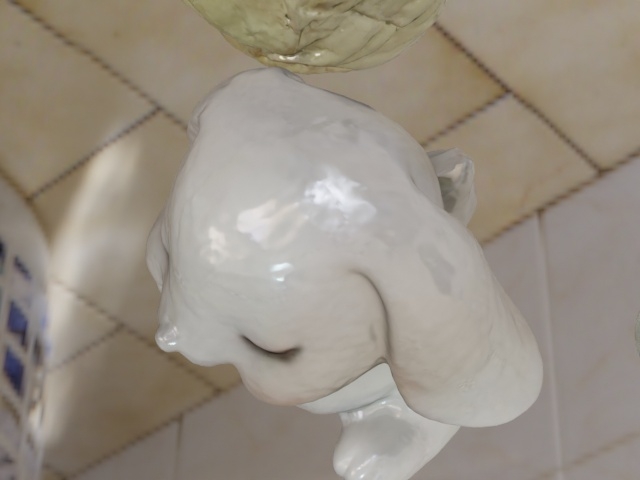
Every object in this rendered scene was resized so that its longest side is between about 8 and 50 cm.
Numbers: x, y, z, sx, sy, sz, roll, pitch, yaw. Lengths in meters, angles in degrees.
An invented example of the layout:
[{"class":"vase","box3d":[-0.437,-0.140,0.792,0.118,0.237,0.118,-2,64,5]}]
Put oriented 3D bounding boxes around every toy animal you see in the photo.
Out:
[{"class":"toy animal","box3d":[0.000,0.000,1.026,0.206,0.271,0.265,-43,156,0]}]

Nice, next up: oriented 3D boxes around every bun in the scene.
[{"class":"bun","box3d":[-0.006,-0.188,1.275,0.220,0.134,0.220,-3,177,0]}]

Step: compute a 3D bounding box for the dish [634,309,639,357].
[{"class":"dish","box3d":[0.238,0.056,0.899,0.141,0.078,0.141,-10,139,-9]}]
